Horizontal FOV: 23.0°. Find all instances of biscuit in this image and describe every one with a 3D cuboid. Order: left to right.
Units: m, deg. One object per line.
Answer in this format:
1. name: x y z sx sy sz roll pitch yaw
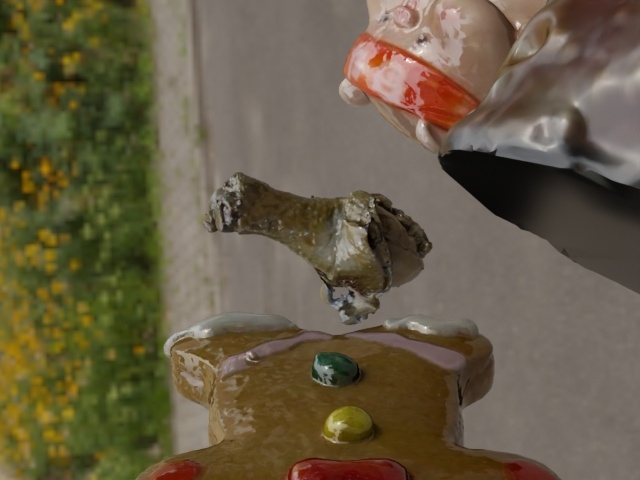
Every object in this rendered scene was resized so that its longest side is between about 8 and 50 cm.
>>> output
1. biscuit: 0.019 0.147 1.025 0.432 0.283 0.064 -87 -3 -67

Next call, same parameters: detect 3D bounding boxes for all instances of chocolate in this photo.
1. chocolate: 0.241 -0.072 0.822 0.225 0.340 0.210 1 69 59

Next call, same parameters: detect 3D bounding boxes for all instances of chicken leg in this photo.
1. chicken leg: 0.006 -0.004 1.352 0.125 0.196 0.080 -35 40 31

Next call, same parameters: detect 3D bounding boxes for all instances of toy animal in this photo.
1. toy animal: 0.116 -0.154 1.282 0.171 0.197 0.171 44 151 32
